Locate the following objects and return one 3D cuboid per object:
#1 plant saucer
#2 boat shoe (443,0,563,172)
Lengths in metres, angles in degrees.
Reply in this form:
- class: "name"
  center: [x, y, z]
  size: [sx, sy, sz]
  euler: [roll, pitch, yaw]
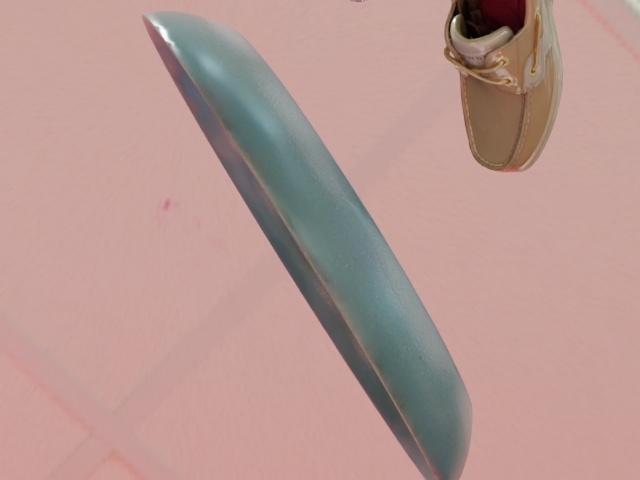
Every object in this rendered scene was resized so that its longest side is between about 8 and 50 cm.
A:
- class: "plant saucer"
  center: [0.000, 0.000, 0.981]
  size: [0.043, 0.317, 0.318]
  euler: [-33, -84, -4]
- class: "boat shoe"
  center: [0.091, -0.112, 0.926]
  size: [0.063, 0.059, 0.170]
  euler: [18, -62, 36]
